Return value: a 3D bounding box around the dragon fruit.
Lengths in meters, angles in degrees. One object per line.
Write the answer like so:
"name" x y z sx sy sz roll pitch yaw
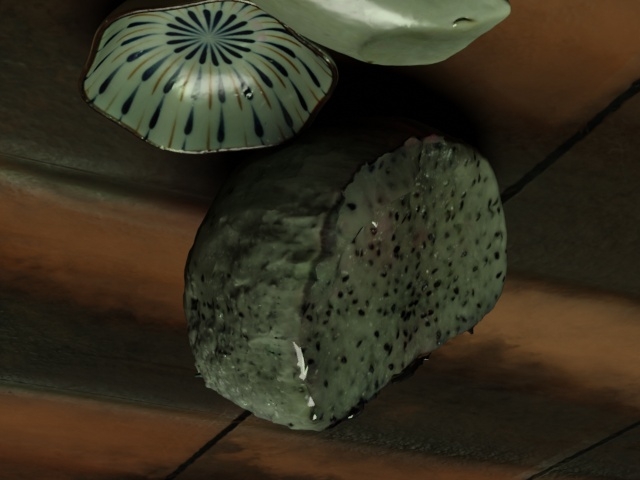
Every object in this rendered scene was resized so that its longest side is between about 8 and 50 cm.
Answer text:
"dragon fruit" 0.000 0.000 1.062 0.221 0.203 0.283 10 -153 43

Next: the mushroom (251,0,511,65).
"mushroom" -0.013 -0.193 0.809 0.270 0.103 0.118 22 139 -28

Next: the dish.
"dish" -0.081 -0.139 0.936 0.191 0.066 0.190 0 150 0
